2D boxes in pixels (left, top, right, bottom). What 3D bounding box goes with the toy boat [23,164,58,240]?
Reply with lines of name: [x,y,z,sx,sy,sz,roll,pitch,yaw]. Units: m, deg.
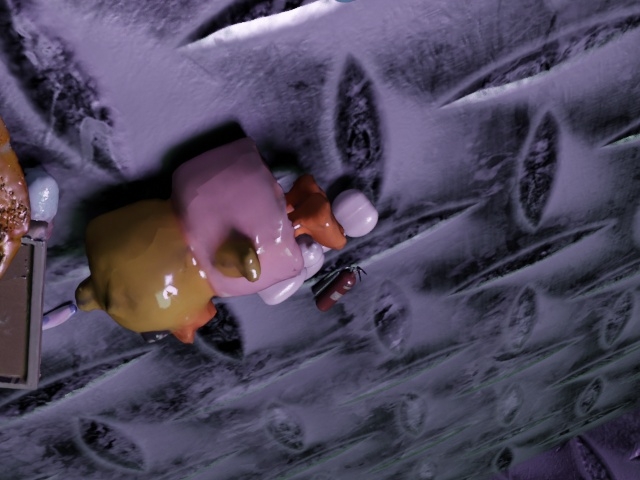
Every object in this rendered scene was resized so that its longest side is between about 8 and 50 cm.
toy boat: [-0.341,0.016,0.800,0.155,0.085,0.227,9,135,-45]

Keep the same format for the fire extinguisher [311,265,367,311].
fire extinguisher: [0.021,0.061,1.195,0.046,0.032,0.100,32,123,-16]

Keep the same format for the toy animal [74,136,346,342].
toy animal: [-0.126,0.006,0.877,0.281,0.195,0.169,-33,109,4]

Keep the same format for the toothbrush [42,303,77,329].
toothbrush: [-0.412,0.128,0.977,0.269,0.021,0.027,-21,161,-8]

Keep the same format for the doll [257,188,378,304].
doll: [0.000,0.000,1.019,0.160,0.059,0.161,-39,180,26]

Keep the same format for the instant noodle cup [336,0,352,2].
instant noodle cup: [0.033,-0.283,0.638,0.179,0.070,0.157,-38,148,19]

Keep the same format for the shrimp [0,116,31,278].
shrimp: [-0.358,-0.013,0.645,0.290,0.054,0.222,-41,110,0]

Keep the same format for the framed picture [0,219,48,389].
framed picture: [-0.410,0.051,0.750,0.314,0.024,0.232,8,133,-15]
